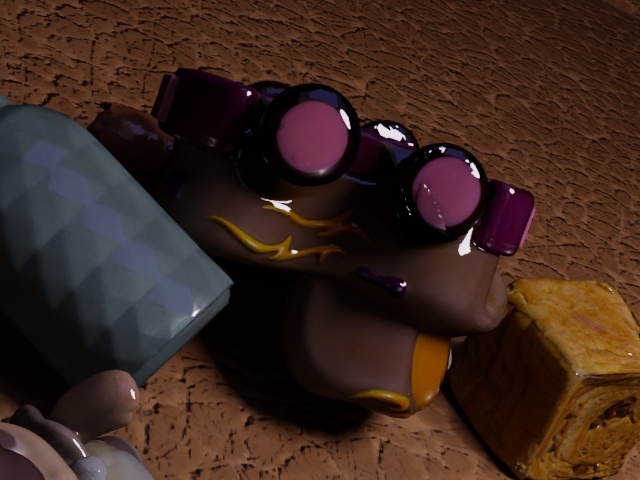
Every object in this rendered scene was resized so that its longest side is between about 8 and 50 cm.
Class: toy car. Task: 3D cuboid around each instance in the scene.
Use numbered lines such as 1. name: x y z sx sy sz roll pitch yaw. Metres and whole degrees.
1. toy car: 0.000 0.000 1.182 0.340 0.240 0.271 21 4 -11

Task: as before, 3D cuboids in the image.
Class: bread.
1. bread: 0.225 0.129 1.313 0.158 0.149 0.143 11 31 -34

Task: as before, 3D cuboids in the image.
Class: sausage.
1. sausage: -0.032 -0.015 1.338 0.419 0.094 0.094 24 7 -12

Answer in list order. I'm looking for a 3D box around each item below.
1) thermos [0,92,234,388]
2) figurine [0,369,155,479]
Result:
1. thermos: -0.218 -0.007 1.055 0.286 0.182 0.145 46 18 1
2. figurine: -0.192 0.174 0.782 0.248 0.203 0.380 54 20 14
